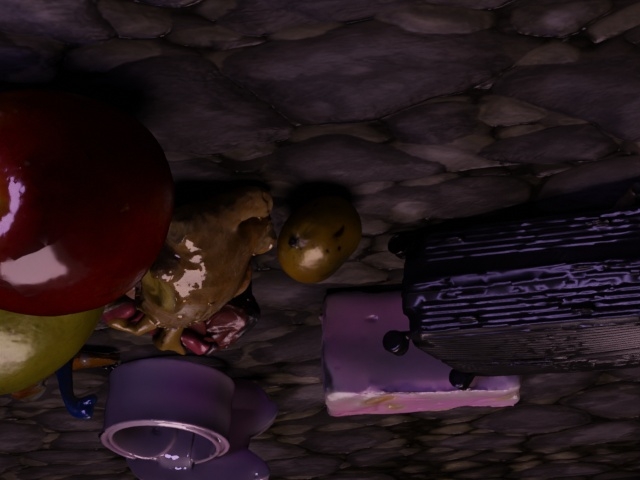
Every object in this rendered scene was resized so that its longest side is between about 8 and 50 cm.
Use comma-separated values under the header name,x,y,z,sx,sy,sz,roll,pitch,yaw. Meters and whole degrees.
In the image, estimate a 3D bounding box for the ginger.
name,x,y,z,sx,sy,sz,roll,pitch,yaw
ginger,-0.131,0.025,1.709,0.157,0.102,0.216,-33,157,-34

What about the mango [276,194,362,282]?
name,x,y,z,sx,sy,sz,roll,pitch,yaw
mango,0.000,0.000,1.726,0.103,0.076,0.161,-50,173,-1

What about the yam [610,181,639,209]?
name,x,y,z,sx,sy,sz,roll,pitch,yaw
yam,0.339,-0.020,1.845,0.027,0.029,0.234,24,160,0

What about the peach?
name,x,y,z,sx,sy,sz,roll,pitch,yaw
peach,-0.250,-0.031,1.406,0.243,0.199,0.243,0,170,0

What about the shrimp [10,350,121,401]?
name,x,y,z,sx,sy,sz,roll,pitch,yaw
shrimp,-0.369,0.186,2.250,0.166,0.049,0.161,-9,161,-12

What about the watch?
name,x,y,z,sx,sy,sz,roll,pitch,yaw
watch,-0.201,0.275,2.341,0.248,0.211,0.217,2,153,8

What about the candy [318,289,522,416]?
name,x,y,z,sx,sy,sz,roll,pitch,yaw
candy,0.130,0.144,2.065,0.265,0.155,0.116,-3,164,-3

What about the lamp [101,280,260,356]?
name,x,y,z,sx,sy,sz,roll,pitch,yaw
lamp,-0.187,0.063,1.825,0.118,0.118,0.253,-21,152,39

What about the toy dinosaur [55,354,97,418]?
name,x,y,z,sx,sy,sz,roll,pitch,yaw
toy dinosaur,-0.350,0.149,1.923,0.248,0.188,0.075,-18,150,37

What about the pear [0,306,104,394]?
name,x,y,z,sx,sy,sz,roll,pitch,yaw
pear,-0.336,0.054,1.612,0.269,0.212,0.212,-30,152,24

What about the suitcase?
name,x,y,z,sx,sy,sz,roll,pitch,yaw
suitcase,0.272,0.074,1.847,0.335,0.152,0.229,-6,161,28
